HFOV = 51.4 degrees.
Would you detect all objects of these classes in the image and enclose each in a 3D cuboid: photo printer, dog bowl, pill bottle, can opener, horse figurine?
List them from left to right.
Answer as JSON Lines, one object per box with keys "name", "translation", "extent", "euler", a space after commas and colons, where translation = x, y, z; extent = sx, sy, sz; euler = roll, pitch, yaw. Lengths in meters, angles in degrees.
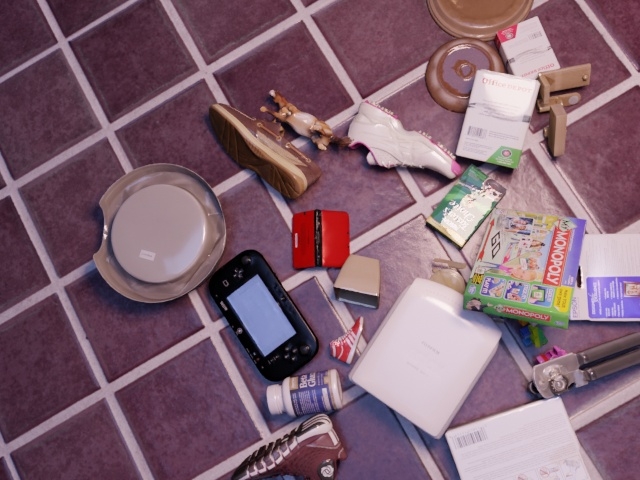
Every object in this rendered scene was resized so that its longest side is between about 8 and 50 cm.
{"name": "dog bowl", "translation": [-0.397, -0.013, 1.684], "extent": [0.348, 0.102, 0.349], "euler": [-1, 80, 8]}
{"name": "pill bottle", "translation": [-0.037, 0.364, 1.570], "extent": [0.169, 0.094, 0.094], "euler": [-11, 79, 5]}
{"name": "horse figurine", "translation": [-0.039, -0.293, 1.671], "extent": [0.263, 0.174, 0.066], "euler": [31, 104, 3]}
{"name": "photo printer", "translation": [0.249, 0.257, 1.534], "extent": [0.256, 0.107, 0.308], "euler": [34, 91, 12]}
{"name": "can opener", "translation": [0.605, 0.284, 1.518], "extent": [0.283, 0.095, 0.076], "euler": [-17, 77, -9]}

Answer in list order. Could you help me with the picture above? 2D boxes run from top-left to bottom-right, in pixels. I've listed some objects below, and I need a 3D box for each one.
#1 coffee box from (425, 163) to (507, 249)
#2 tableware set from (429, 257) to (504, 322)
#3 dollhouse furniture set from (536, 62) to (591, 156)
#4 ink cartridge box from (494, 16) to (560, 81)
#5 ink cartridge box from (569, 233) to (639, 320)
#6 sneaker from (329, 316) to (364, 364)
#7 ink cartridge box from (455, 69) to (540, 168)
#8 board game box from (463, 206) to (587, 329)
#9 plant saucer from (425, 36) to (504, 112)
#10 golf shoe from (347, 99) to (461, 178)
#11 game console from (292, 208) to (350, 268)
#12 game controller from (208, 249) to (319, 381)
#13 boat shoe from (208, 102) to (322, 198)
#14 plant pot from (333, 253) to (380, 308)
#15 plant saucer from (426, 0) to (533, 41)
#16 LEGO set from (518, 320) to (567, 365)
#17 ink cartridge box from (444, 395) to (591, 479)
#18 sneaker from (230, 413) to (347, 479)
{"name": "coffee box", "translation": [0.355, -0.082, 1.625], "extent": [0.113, 0.040, 0.184], "euler": [40, 87, 12]}
{"name": "tableware set", "translation": [0.356, 0.119, 1.590], "extent": [0.194, 0.039, 0.128], "euler": [10, 97, 15]}
{"name": "dollhouse furniture set", "translation": [0.597, -0.310, 1.582], "extent": [0.123, 0.144, 0.151], "euler": [-10, 42, 5]}
{"name": "ink cartridge box", "translation": [0.514, -0.462, 1.660], "extent": [0.109, 0.063, 0.151], "euler": [-20, 79, 4]}
{"name": "ink cartridge box", "translation": [0.675, 0.085, 1.549], "extent": [0.208, 0.045, 0.207], "euler": [0, 79, 7]}
{"name": "sneaker", "translation": [0.061, 0.233, 1.607], "extent": [0.067, 0.042, 0.119], "euler": [18, 85, 7]}
{"name": "ink cartridge box", "translation": [0.425, -0.291, 1.602], "extent": [0.153, 0.087, 0.209], "euler": [15, 100, 10]}
{"name": "board game box", "translation": [0.458, 0.049, 1.472], "extent": [0.213, 0.046, 0.317], "euler": [9, 42, 22]}
{"name": "plant saucer", "translation": [0.365, -0.423, 1.679], "extent": [0.198, 0.036, 0.199], "euler": [-1, 86, 8]}
{"name": "golf shoe", "translation": [0.201, -0.220, 1.647], "extent": [0.306, 0.115, 0.140], "euler": [35, 97, 18]}
{"name": "game console", "translation": [0.000, 0.000, 1.673], "extent": [0.124, 0.085, 0.144], "euler": [-9, 76, 38]}
{"name": "game controller", "translation": [-0.141, 0.183, 1.632], "extent": [0.166, 0.067, 0.319], "euler": [-35, 77, 0]}
{"name": "boat shoe", "translation": [-0.140, -0.247, 1.698], "extent": [0.342, 0.123, 0.123], "euler": [39, 57, 19]}
{"name": "plant pot", "translation": [0.097, 0.095, 1.600], "extent": [0.109, 0.109, 0.096], "euler": [12, 70, 10]}
{"name": "plant saucer", "translation": [0.413, -0.649, 1.721], "extent": [0.277, 0.041, 0.278], "euler": [-2, 79, 8]}
{"name": "LEGO set", "translation": [0.504, 0.185, 1.499], "extent": [0.093, 0.227, 0.087], "euler": [-26, 39, -2]}
{"name": "ink cartridge box", "translation": [0.448, 0.503, 1.499], "extent": [0.275, 0.060, 0.239], "euler": [-19, 79, 3]}
{"name": "sneaker", "translation": [-0.062, 0.539, 1.543], "extent": [0.281, 0.106, 0.163], "euler": [-34, 94, 12]}
